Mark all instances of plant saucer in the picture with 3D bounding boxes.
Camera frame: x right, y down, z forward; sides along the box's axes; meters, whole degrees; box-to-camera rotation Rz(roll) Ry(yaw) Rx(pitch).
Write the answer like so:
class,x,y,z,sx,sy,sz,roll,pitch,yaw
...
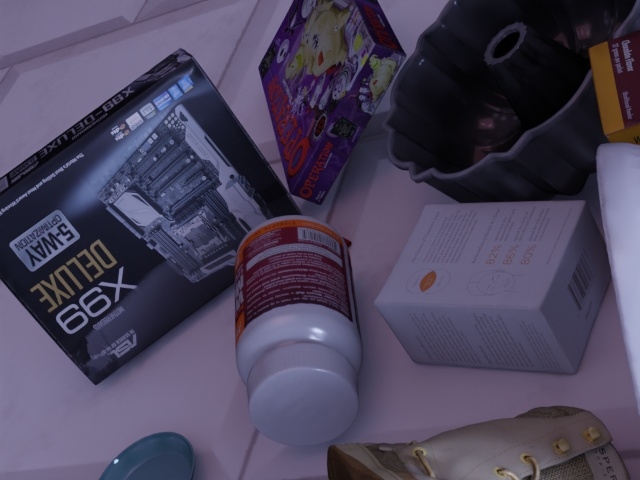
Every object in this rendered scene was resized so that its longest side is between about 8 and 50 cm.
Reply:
class,x,y,z,sx,sy,sz,roll,pitch,yaw
plant saucer,-0.170,0.242,1.166,0.119,0.021,0.119,-21,36,17

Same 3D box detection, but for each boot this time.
class,x,y,z,sx,sy,sz,roll,pitch,yaw
boot,0.131,0.187,0.833,0.204,0.095,0.262,-8,6,-14

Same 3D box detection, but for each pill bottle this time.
class,x,y,z,sx,sy,sz,roll,pitch,yaw
pill bottle,-0.022,0.084,1.150,0.121,0.121,0.221,-24,35,14

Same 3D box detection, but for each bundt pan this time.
class,x,y,z,sx,sy,sz,roll,pitch,yaw
bundt pan,0.223,-0.162,1.200,0.331,0.124,0.330,-37,31,26

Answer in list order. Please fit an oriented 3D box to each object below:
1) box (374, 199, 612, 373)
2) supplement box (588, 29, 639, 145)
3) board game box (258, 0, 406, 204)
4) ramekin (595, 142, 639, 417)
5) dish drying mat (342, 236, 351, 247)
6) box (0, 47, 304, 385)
class,x,y,z,sx,sy,sz,roll,pitch,yaw
box,0.159,0.040,1.081,0.171,0.091,0.130,0,47,39
supplement box,0.350,-0.085,0.986,0.191,0.194,0.129,-19,37,21
board game box,0.003,-0.217,1.462,0.346,0.056,0.208,-107,37,-56
ramekin,0.283,0.055,0.812,0.135,0.277,0.277,-12,40,17
dish drying mat,0.000,0.000,1.334,0.032,0.008,0.083,-45,36,-14
box,-0.204,-0.025,1.319,0.307,0.242,0.076,-36,24,-4
